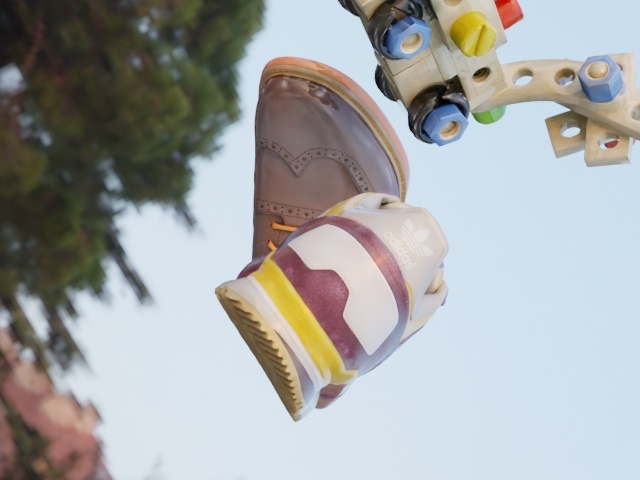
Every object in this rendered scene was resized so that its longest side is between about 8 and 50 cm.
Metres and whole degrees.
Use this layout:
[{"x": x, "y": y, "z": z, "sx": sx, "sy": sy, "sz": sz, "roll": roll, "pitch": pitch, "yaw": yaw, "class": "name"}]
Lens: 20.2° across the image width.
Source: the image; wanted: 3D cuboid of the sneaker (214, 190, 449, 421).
[{"x": 0.010, "y": 0.023, "z": 0.695, "sx": 0.069, "sy": 0.084, "sz": 0.185, "roll": 58, "pitch": -4, "yaw": -2, "class": "sneaker"}]

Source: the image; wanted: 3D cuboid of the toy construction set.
[{"x": 0.133, "y": -0.180, "z": 1.301, "sx": 0.327, "sy": 0.215, "sz": 0.151, "roll": 60, "pitch": -2, "yaw": -36, "class": "toy construction set"}]

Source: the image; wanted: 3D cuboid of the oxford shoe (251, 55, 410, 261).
[{"x": 0.000, "y": 0.000, "z": 1.527, "sx": 0.130, "sy": 0.132, "sz": 0.363, "roll": 11, "pitch": -39, "yaw": 20, "class": "oxford shoe"}]
